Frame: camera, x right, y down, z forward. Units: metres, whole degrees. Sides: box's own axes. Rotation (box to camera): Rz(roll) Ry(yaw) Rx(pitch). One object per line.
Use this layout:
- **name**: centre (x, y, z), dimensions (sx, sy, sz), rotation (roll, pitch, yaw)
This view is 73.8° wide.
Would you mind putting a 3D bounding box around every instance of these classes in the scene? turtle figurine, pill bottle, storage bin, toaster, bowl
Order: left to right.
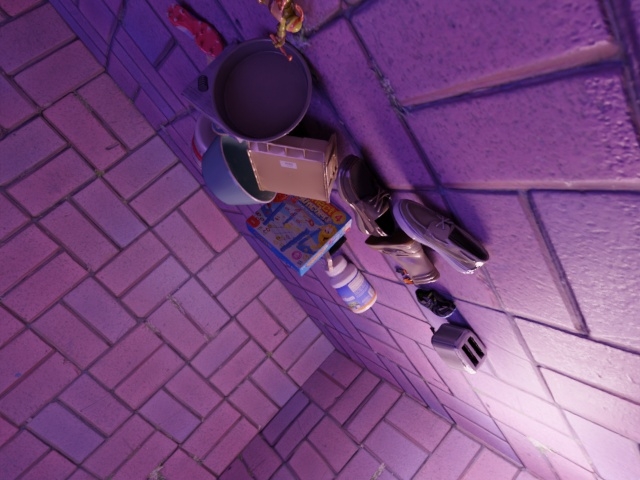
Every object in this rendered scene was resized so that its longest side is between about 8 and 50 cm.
- **pill bottle**: centre (-0.447, -0.419, 1.876), dimensions (0.229, 0.229, 0.408), rotation (49, 162, -11)
- **bowl**: centre (-0.314, -0.252, 1.569), dimensions (0.163, 0.311, 0.311), rotation (-23, 118, 25)
- **turtle figurine**: centre (-0.106, -0.575, 1.007), dimensions (0.217, 0.087, 0.269), rotation (52, 171, 6)
- **storage bin**: centre (-0.086, -0.262, 1.412), dimensions (0.263, 0.123, 0.260), rotation (12, 153, 11)
- **pill bottle**: centre (0.139, 0.207, 2.063), dimensions (0.272, 0.152, 0.152), rotation (51, 162, -18)
- **toaster**: centre (0.542, 0.417, 1.669), dimensions (0.226, 0.129, 0.147), rotation (53, 157, -15)

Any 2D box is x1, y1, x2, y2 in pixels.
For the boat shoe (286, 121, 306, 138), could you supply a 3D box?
- **boat shoe**: centre (-0.093, -0.381, 1.422), dimensions (0.073, 0.073, 0.207), rotation (48, 177, 37)

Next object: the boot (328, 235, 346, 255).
- **boot**: centre (0.050, -0.005, 1.858), dimensions (0.099, 0.121, 0.045), rotation (45, 158, -10)

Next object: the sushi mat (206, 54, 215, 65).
- **sushi mat**: centre (-0.312, -0.586, 1.554), dimensions (0.317, 0.019, 0.151), rotation (42, 163, 11)

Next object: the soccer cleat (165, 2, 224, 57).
- **soccer cleat**: centre (-0.414, -0.707, 1.449), dimensions (0.248, 0.083, 0.095), rotation (39, -169, 4)

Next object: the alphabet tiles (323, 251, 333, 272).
- **alphabet tiles**: centre (0.000, 0.000, 1.917), dimensions (0.277, 0.021, 0.283), rotation (81, 170, -62)

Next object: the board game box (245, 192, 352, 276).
- **board game box**: centre (-0.086, -0.065, 1.723), dimensions (0.308, 0.302, 0.086), rotation (40, 161, 16)

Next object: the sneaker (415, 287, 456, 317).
- **sneaker**: centre (0.427, 0.233, 1.611), dimensions (0.078, 0.067, 0.188), rotation (50, 166, -33)

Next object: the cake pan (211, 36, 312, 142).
- **cake pan**: centre (-0.163, -0.419, 1.207), dimensions (0.293, 0.293, 0.054), rotation (43, -172, 8)

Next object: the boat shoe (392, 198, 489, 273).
- **boat shoe**: centre (0.345, -0.026, 1.210), dimensions (0.302, 0.109, 0.094), rotation (37, 147, -1)

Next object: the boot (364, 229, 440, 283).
- **boot**: centre (0.286, 0.056, 1.508), dimensions (0.203, 0.095, 0.262), rotation (51, 157, -21)

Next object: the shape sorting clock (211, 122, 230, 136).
- **shape sorting clock**: centre (-0.274, -0.427, 1.440), dimensions (0.206, 0.206, 0.040), rotation (33, 161, 34)

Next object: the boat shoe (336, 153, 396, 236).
- **boat shoe**: centre (0.163, -0.134, 1.345), dimensions (0.130, 0.132, 0.355), rotation (20, 159, 35)

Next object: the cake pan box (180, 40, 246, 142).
- **cake pan box**: centre (-0.259, -0.465, 1.327), dimensions (0.267, 0.245, 0.070), rotation (38, 174, 19)

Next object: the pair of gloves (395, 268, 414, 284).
- **pair of gloves**: centre (0.339, 0.145, 1.711), dimensions (0.083, 0.010, 0.074), rotation (51, 162, -13)
